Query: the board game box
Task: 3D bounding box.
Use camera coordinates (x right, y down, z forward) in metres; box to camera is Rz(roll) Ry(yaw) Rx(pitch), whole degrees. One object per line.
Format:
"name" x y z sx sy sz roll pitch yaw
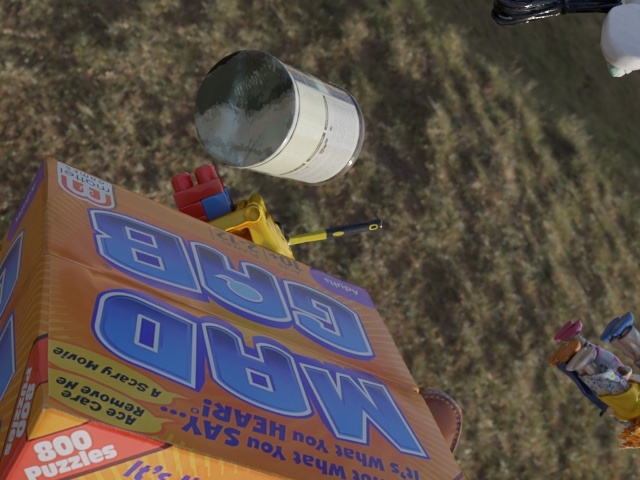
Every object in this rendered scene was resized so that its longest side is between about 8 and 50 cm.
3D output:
"board game box" -0.146 0.211 0.820 0.356 0.357 0.356 23 21 -26

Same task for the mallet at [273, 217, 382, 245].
"mallet" 0.000 0.000 1.422 0.189 0.062 0.039 -4 27 -16

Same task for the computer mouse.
"computer mouse" 0.217 -0.319 1.116 0.184 0.060 0.262 -10 47 -19

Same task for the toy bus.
"toy bus" -0.147 0.022 1.166 0.149 0.220 0.212 -102 168 -78

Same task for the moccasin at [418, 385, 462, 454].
"moccasin" 0.056 0.357 1.268 0.139 0.380 0.147 45 -7 -1

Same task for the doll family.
"doll family" 0.362 0.187 1.150 0.163 0.118 0.263 41 -7 1

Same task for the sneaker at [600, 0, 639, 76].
"sneaker" 0.347 -0.218 1.067 0.080 0.094 0.212 31 38 8

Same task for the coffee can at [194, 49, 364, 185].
"coffee can" -0.067 -0.212 1.707 0.275 0.201 0.202 7 55 -63
